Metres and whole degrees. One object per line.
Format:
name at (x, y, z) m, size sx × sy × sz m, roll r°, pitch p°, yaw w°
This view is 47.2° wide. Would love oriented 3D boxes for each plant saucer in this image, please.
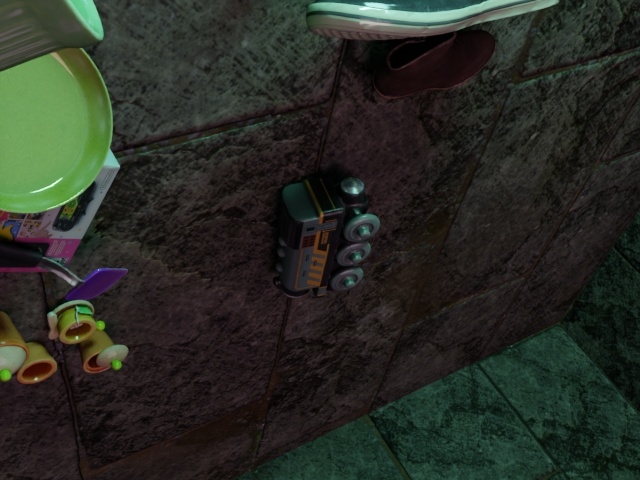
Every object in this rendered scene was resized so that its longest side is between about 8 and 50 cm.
plant saucer at (-0.373, -0.154, 0.907) m, size 0.241 × 0.037 × 0.240 m, roll -4°, pitch 95°, yaw -46°

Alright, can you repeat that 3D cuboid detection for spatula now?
spatula at (-0.400, 0.042, 1.086) m, size 0.084 × 0.030 × 0.296 m, roll -39°, pitch 151°, yaw 9°

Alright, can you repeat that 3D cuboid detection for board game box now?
board game box at (-0.464, -0.062, 0.999) m, size 0.303 × 0.097 × 0.224 m, roll 4°, pitch 131°, yaw -47°

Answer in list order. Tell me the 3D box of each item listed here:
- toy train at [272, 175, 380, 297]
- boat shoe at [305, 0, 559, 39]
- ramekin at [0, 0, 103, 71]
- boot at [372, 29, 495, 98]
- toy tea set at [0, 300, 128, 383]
toy train at (0.000, 0.000, 1.519) m, size 0.190 × 0.142 × 0.334 m, roll -10°, pitch 144°, yaw -17°
boat shoe at (0.179, -0.394, 1.092) m, size 0.500 × 0.187 × 0.155 m, roll -23°, pitch 116°, yaw -32°
ramekin at (-0.330, -0.285, 0.636) m, size 0.148 × 0.303 × 0.303 m, roll -26°, pitch 149°, yaw -3°
boot at (0.210, -0.315, 1.248) m, size 0.249 × 0.090 × 0.207 m, roll -25°, pitch 179°, yaw -4°
toy tea set at (-0.495, 0.215, 1.320) m, size 0.336 × 0.124 × 0.200 m, roll -6°, pitch 138°, yaw -40°
